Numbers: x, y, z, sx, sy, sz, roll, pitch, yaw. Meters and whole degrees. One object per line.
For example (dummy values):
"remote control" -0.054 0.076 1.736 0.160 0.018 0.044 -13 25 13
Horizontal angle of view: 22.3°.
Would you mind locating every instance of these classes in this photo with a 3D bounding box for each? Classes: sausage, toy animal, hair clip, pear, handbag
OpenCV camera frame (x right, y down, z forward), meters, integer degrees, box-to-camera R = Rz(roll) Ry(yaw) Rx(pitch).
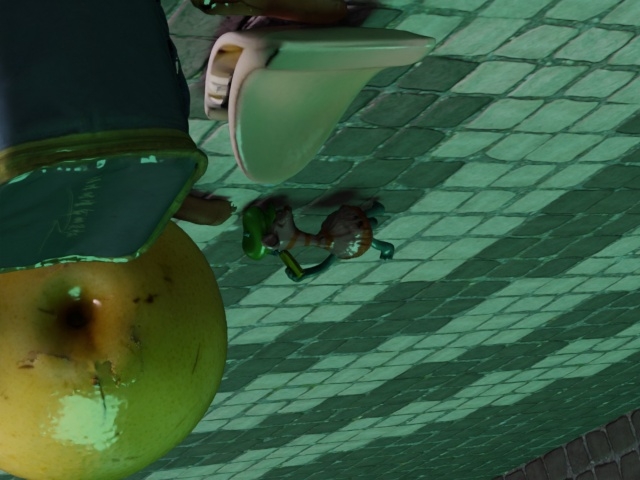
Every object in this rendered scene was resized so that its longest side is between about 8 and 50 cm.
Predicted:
"sausage" -0.159 -0.041 1.942 0.042 0.036 0.158 -18 163 33
"toy animal" 0.000 0.000 2.078 0.208 0.103 0.100 -5 -158 -34
"hair clip" -0.027 -0.159 1.620 0.173 0.113 0.282 -5 154 -26
"pear" -0.271 0.108 1.827 0.348 0.348 0.348 -13 161 -5
"handbag" -0.233 -0.121 1.350 0.222 0.241 0.263 -7 159 -26
"sausage" -0.045 -0.223 1.510 0.177 0.040 0.047 0 155 -39
